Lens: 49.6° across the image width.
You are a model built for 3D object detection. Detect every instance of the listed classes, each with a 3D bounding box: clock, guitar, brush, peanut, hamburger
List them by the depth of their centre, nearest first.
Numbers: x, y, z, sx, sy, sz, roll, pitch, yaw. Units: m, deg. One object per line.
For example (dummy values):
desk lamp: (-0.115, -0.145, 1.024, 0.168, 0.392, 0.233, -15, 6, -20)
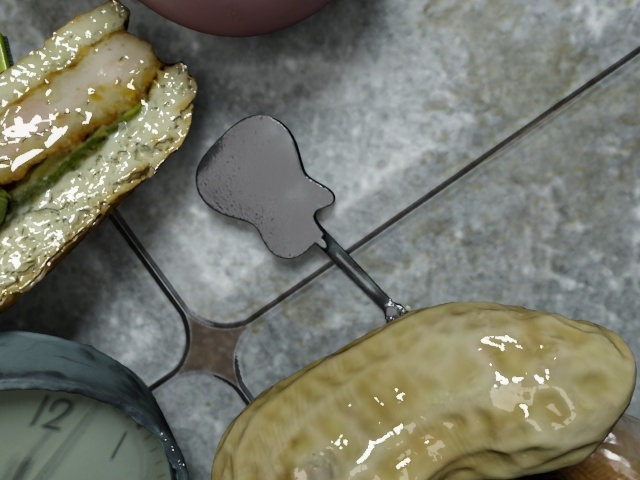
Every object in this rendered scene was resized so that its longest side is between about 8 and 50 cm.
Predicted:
clock: (-0.252, 0.222, 0.501, 0.325, 0.067, 0.325, -15, 119, -28)
peanut: (0.062, 0.136, 0.502, 0.325, 0.153, 0.140, -25, 105, 20)
hamburger: (-0.207, -0.042, 0.507, 0.124, 0.131, 0.262, 45, 69, -2)
guitar: (0.000, 0.000, 0.560, 0.088, 0.025, 0.233, -44, 91, 9)
brush: (-0.262, -0.129, 0.573, 0.019, 0.021, 0.083, -11, 91, 6)

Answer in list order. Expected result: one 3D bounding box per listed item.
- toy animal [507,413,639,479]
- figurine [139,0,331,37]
toy animal: (0.231, 0.197, 0.538, 0.188, 0.089, 0.179, 44, 116, -1)
figurine: (-0.068, -0.246, 0.447, 0.261, 0.211, 0.269, 18, 59, 30)
